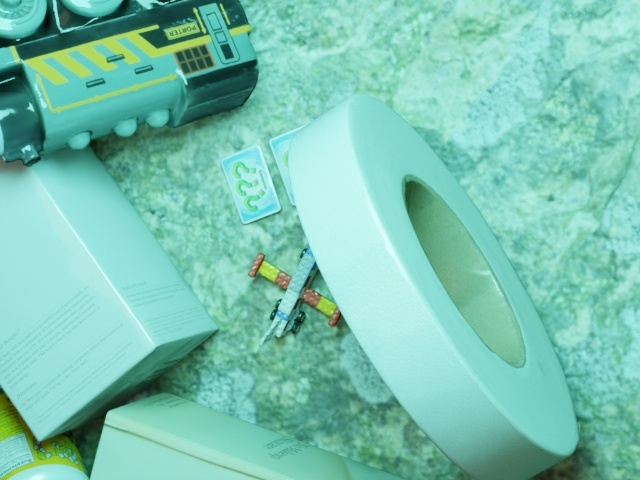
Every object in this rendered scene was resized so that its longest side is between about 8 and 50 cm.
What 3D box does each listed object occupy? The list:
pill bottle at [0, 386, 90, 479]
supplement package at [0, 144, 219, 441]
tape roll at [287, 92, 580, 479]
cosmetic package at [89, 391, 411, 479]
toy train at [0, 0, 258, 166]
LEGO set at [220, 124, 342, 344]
[{"bbox_3d":[-0.311,0.255,1.754,0.117,0.117,0.208,-46,43,15],"label":"pill bottle"},{"bbox_3d":[-0.282,0.035,1.748,0.177,0.175,0.293,-38,82,18],"label":"supplement package"},{"bbox_3d":[0.109,0.045,1.514,0.072,0.392,0.392,-31,84,16],"label":"tape roll"},{"bbox_3d":[-0.070,0.266,1.704,0.309,0.160,0.113,17,98,15],"label":"cosmetic package"},{"bbox_3d":[-0.222,-0.193,1.668,0.334,0.142,0.190,-19,77,-26],"label":"toy train"},{"bbox_3d":[0.000,0.000,1.720,0.182,0.060,0.244,-19,88,22],"label":"LEGO set"}]
